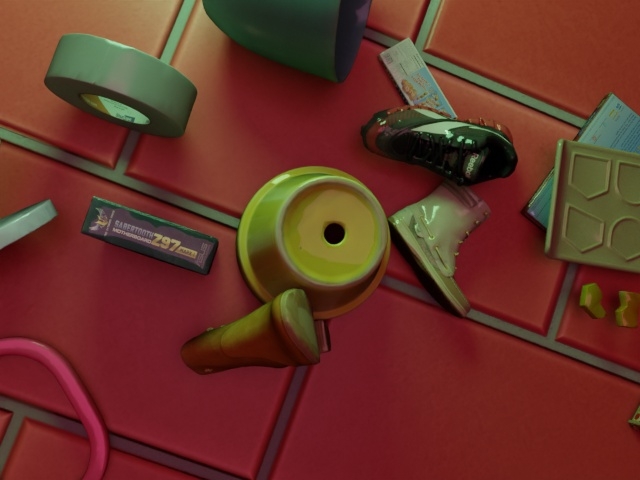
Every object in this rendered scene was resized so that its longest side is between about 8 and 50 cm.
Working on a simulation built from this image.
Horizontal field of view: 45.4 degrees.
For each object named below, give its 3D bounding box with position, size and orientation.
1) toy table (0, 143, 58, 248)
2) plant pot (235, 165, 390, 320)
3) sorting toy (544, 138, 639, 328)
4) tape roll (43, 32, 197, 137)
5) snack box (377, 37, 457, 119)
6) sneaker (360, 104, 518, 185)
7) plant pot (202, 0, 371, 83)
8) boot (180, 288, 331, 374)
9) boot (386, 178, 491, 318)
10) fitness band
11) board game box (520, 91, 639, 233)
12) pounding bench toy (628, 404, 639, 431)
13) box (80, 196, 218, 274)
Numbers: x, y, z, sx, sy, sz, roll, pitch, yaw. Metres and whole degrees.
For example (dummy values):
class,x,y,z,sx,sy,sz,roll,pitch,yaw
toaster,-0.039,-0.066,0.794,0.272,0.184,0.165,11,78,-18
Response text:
class,x,y,z,sx,sy,sz,roll,pitch,yaw
toy table,-0.553,-0.043,1.123,0.274,0.252,0.161,-33,107,-21
plant pot,0.000,0.000,1.189,0.254,0.239,0.254,1,85,-9
sorting toy,0.494,-0.010,1.342,0.229,0.041,0.307,10,84,-13
tape roll,-0.303,-0.232,1.172,0.219,0.219,0.072,18,81,-7
snack box,0.174,-0.264,1.347,0.064,0.022,0.178,-31,90,-9
sneaker,0.206,-0.155,1.269,0.276,0.135,0.098,6,121,-14
plant pot,-0.049,-0.417,1.203,0.235,0.293,0.293,15,83,7
boot,-0.106,0.149,1.115,0.211,0.295,0.104,-11,75,6
boot,0.231,0.009,1.307,0.165,0.077,0.213,-35,90,-12
fitness band,-0.455,0.290,1.186,0.209,0.054,0.291,-30,91,-10
board game box,0.498,-0.115,1.381,0.145,0.027,0.281,39,81,-3
pounding bench toy,0.587,0.313,1.328,0.052,0.083,0.065,35,80,-5
box,-0.247,-0.002,1.153,0.183,0.232,0.059,18,85,-6
